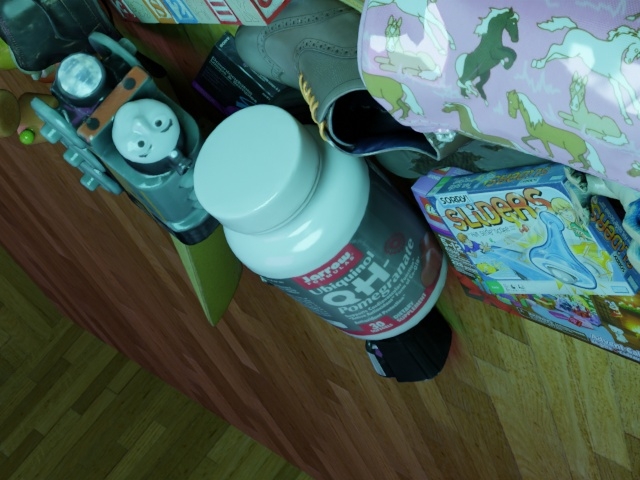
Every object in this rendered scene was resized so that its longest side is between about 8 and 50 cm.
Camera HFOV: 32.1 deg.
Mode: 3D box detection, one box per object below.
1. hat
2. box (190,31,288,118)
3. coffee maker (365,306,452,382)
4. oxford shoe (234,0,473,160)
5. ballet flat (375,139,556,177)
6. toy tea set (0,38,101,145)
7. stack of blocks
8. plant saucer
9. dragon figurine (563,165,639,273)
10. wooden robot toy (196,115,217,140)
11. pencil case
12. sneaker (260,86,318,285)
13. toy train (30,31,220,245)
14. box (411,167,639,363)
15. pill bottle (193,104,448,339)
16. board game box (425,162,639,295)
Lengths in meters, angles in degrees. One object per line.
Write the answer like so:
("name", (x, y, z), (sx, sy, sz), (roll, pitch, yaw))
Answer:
("hat", (-0.335, -0.279, 1.336), (0.331, 0.134, 0.331), (48, 178, 2))
("box", (-0.100, -0.190, 1.408), (0.116, 0.029, 0.162), (41, 160, -5))
("coffee maker", (0.111, 0.113, 1.558), (0.171, 0.120, 0.178), (15, 150, 49))
("oxford shoe", (0.018, -0.164, 1.087), (0.364, 0.132, 0.130), (19, 153, 47))
("ballet flat", (0.152, -0.099, 1.122), (0.250, 0.058, 0.084), (4, 144, 52))
("toy tea set", (-0.409, -0.215, 1.515), (0.124, 0.200, 0.336), (0, -175, 19))
("stack of blocks", (-0.157, -0.315, 1.142), (0.297, 0.087, 0.171), (14, 149, 52))
("plant saucer", (-0.202, -0.080, 1.616), (0.332, 0.081, 0.333), (88, 157, -65))
("dragon figurine", (0.278, -0.063, 0.904), (0.289, 0.144, 0.085), (49, 173, 41))
("wooden robot toy", (-0.122, -0.101, 1.572), (0.173, 0.079, 0.076), (38, 161, 2))
("pencil case", (0.212, -0.118, 0.794), (0.386, 0.160, 0.167), (23, 162, 37))
("sneaker", (-0.056, -0.093, 1.384), (0.330, 0.122, 0.146), (101, 157, -52))
("toy train", (-0.200, -0.106, 1.268), (0.190, 0.142, 0.334), (38, 170, 10))
("box", (0.253, 0.026, 1.194), (0.293, 0.057, 0.201), (21, 153, 42))
("pill bottle", (0.002, -0.019, 1.235), (0.176, 0.176, 0.318), (24, 171, 39))
("board game box", (0.206, -0.008, 1.075), (0.136, 0.035, 0.201), (53, 155, -18))
